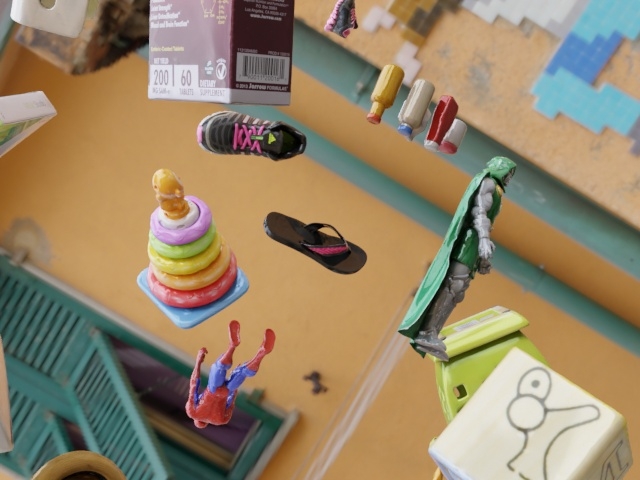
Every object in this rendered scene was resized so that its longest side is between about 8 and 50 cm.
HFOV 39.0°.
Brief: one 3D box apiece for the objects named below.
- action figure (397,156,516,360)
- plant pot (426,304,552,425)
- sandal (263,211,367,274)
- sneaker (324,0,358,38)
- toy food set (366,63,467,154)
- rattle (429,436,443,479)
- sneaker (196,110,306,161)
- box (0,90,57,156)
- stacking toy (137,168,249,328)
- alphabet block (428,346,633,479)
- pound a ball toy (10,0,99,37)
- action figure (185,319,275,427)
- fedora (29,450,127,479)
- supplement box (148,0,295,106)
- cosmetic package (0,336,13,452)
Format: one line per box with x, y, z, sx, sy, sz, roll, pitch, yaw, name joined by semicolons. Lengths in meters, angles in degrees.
0.156;0.011;0.967;0.137;0.064;0.232;63;-132;-70;action figure
0.329;0.255;1.778;0.227;0.207;0.228;-22;-1;2;plant pot
0.000;0.000;1.339;0.040;0.179;0.067;-46;33;36;sandal
0.052;-0.424;1.692;0.047;0.057;0.119;-55;0;-31;sneaker
0.174;-0.196;1.566;0.232;0.111;0.104;44;-115;-53;toy food set
0.345;0.514;2.028;0.130;0.200;0.142;-53;25;33;rattle
-0.089;-0.144;1.258;0.075;0.170;0.063;13;98;51;sneaker
-0.628;-0.140;1.553;0.322;0.058;0.232;-35;7;12;box
-0.238;-0.012;1.549;0.166;0.175;0.301;-34;-37;-24;stacking toy
0.298;0.303;1.264;0.197;0.192;0.193;-47;-35;-12;alphabet block
-0.373;-0.458;1.280;0.208;0.136;0.319;-94;20;-62;pound a ball toy
-0.159;0.210;1.519;0.139;0.092;0.280;-90;23;-46;action figure
-0.389;0.425;1.404;0.079;0.194;0.194;-29;26;46;fedora
-0.087;-0.241;0.794;0.130;0.073;0.239;11;102;46;supplement box
-0.687;0.245;1.389;0.156;0.385;0.217;99;155;-56;cosmetic package
